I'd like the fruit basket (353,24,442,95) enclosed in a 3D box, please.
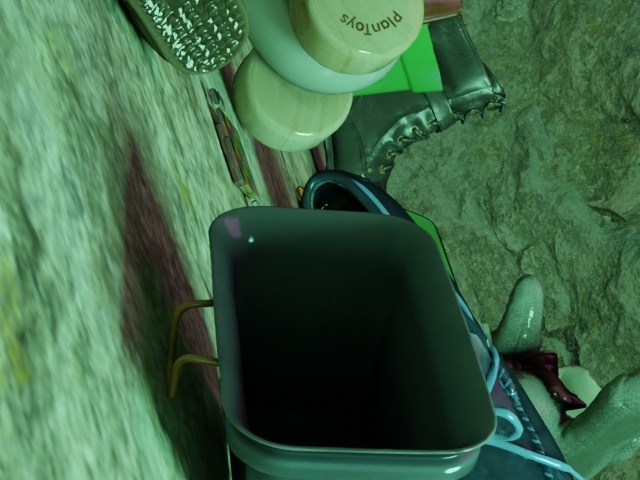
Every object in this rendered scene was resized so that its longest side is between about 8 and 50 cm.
[{"bbox_3d":[0.080,-0.350,1.353,0.283,0.392,0.392,54,17,-72],"label":"fruit basket"}]

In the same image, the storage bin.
[{"bbox_3d":[-0.005,0.061,0.446,0.135,0.098,0.091,-103,-161,-58],"label":"storage bin"}]

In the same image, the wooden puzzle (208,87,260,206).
[{"bbox_3d":[-0.052,-0.052,0.789,0.049,0.006,0.083,53,18,-74],"label":"wooden puzzle"}]

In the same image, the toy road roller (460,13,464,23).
[{"bbox_3d":[0.018,-0.283,1.667,0.329,0.240,0.202,-43,119,-44],"label":"toy road roller"}]

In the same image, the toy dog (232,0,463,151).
[{"bbox_3d":[-0.012,-0.233,0.872,0.220,0.161,0.334,5,-65,57],"label":"toy dog"}]

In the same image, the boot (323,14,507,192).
[{"bbox_3d":[0.105,-0.124,1.468,0.091,0.229,0.263,-107,177,-82],"label":"boot"}]

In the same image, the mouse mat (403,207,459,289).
[{"bbox_3d":[0.071,0.006,1.319,0.152,0.007,0.190,21,29,-20],"label":"mouse mat"}]

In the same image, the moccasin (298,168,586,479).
[{"bbox_3d":[0.062,0.104,0.875,0.342,0.137,0.117,57,4,22],"label":"moccasin"}]

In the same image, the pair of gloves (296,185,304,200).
[{"bbox_3d":[0.000,0.000,1.126,0.083,0.010,0.074,65,7,-50],"label":"pair of gloves"}]

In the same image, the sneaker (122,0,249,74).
[{"bbox_3d":[-0.088,-0.153,0.577,0.071,0.066,0.188,53,-11,34],"label":"sneaker"}]

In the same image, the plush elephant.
[{"bbox_3d":[0.217,0.166,1.453,0.255,0.271,0.330,-82,-177,-51],"label":"plush elephant"}]
